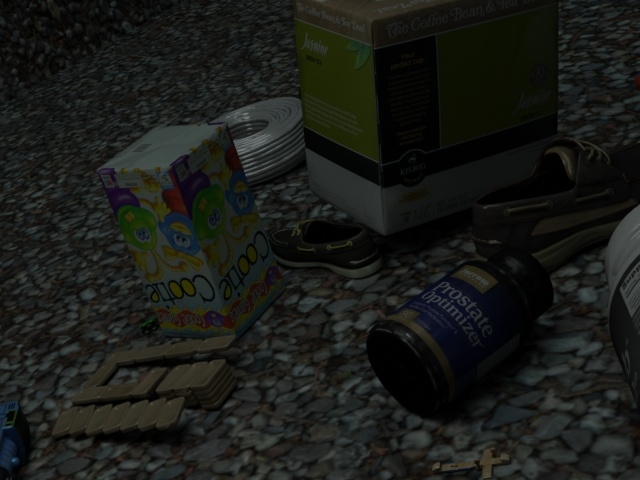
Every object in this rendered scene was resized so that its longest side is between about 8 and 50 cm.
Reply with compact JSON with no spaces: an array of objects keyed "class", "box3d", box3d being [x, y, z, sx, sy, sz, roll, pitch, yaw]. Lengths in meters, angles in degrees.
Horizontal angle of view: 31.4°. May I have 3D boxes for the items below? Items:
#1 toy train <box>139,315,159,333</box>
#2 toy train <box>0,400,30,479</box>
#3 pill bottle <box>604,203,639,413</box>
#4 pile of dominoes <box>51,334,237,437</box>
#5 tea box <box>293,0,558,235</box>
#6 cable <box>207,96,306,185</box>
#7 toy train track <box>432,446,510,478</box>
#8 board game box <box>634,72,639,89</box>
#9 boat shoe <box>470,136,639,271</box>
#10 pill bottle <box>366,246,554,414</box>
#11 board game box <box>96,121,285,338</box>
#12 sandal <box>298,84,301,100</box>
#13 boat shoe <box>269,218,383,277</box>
[{"class":"toy train","box3d":[-0.237,0.115,1.713,0.083,0.017,0.023,-30,17,-22]},{"class":"toy train","box3d":[-0.431,0.280,1.442,0.105,0.080,0.184,-12,25,0]},{"class":"pill bottle","box3d":[0.393,0.100,1.085,0.210,0.210,0.363,-14,25,9]},{"class":"pile of dominoes","box3d":[-0.232,0.208,1.524,0.251,0.040,0.196,-11,25,34]},{"class":"tea box","box3d":[0.161,-0.225,1.688,0.329,0.323,0.220,-17,29,-26]},{"class":"cable","box3d":[-0.131,-0.183,2.160,0.257,0.089,0.257,-1,30,33]},{"class":"toy train track","box3d":[0.158,0.234,1.204,0.083,0.014,0.048,-12,26,16]},{"class":"board game box","box3d":[0.634,-0.291,1.865,0.145,0.027,0.281,5,22,36]},{"class":"boat shoe","box3d":[0.355,-0.071,1.550,0.355,0.130,0.132,-30,27,-22]},{"class":"pill bottle","box3d":[0.170,0.099,1.341,0.219,0.123,0.123,-33,29,-29]},{"class":"board game box","box3d":[-0.179,-0.012,1.624,0.142,0.275,0.144,0,31,34]},{"class":"sandal","box3d":[0.105,-0.310,2.268,0.167,0.107,0.446,-4,16,29]},{"class":"boat shoe","box3d":[0.000,0.000,1.721,0.227,0.069,0.081,10,37,45]}]
